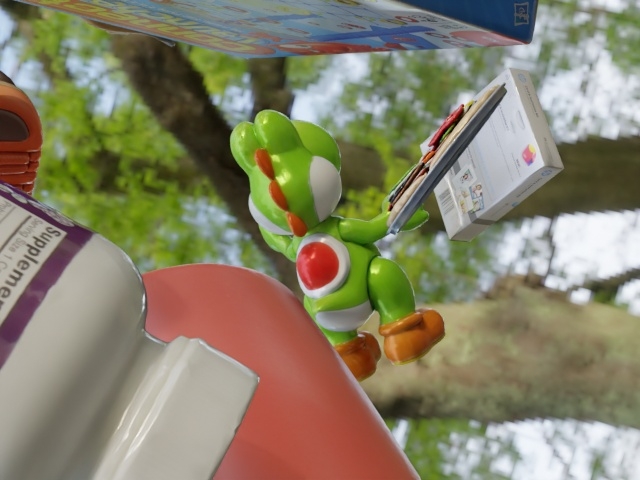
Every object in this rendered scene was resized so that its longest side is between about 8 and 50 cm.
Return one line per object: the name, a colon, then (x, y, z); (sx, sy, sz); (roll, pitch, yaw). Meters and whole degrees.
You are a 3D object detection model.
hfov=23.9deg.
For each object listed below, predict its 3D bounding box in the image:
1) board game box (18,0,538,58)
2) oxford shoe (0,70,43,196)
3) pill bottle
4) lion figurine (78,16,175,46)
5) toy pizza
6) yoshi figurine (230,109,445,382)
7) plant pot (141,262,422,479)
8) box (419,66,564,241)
board game box: (-0.058, -0.200, 1.050); (0.308, 0.302, 0.086); (8, -93, -44)
oxford shoe: (-0.289, -0.025, 0.933); (0.130, 0.364, 0.132); (3, -119, -40)
pill bottle: (-0.188, 0.045, 0.698); (0.169, 0.301, 0.169); (-61, 3, 5)
lion figurine: (-0.334, -0.417, 1.973); (0.392, 0.142, 0.240); (61, -153, 0)
toy pizza: (0.125, -0.090, 1.582); (0.201, 0.032, 0.201); (-52, -4, -5)
yoshi figurine: (0.016, -0.013, 1.920); (0.203, 0.203, 0.362); (-33, -78, -17)
plant pot: (-0.065, 0.166, 0.948); (0.275, 0.243, 0.275); (-14, -41, -12)
box: (0.210, -0.105, 1.884); (0.038, 0.186, 0.145); (4, -122, -36)
